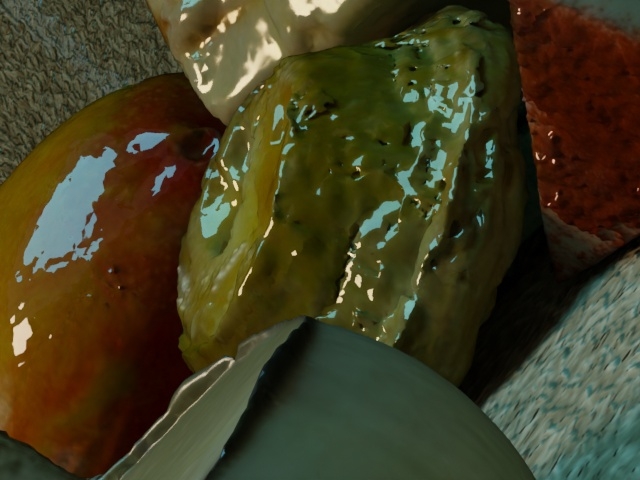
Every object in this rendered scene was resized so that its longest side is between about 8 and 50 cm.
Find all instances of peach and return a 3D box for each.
[{"bbox_3d":[-0.122,0.044,1.478,0.373,0.290,0.372,-29,-39,-27],"label":"peach"}]

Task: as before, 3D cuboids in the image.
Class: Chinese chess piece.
[{"bbox_3d":[-0.062,0.179,0.713,0.338,0.140,0.338,-47,6,6],"label":"Chinese chess piece"}]

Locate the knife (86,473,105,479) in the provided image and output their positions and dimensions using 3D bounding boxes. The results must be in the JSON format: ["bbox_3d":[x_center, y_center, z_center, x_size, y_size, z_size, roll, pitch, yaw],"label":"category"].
[{"bbox_3d":[-0.154,0.184,1.140,0.365,0.089,0.043,-17,8,32],"label":"knife"}]

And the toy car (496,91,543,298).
[{"bbox_3d":[0.142,-0.070,1.234,0.320,0.097,0.141,-46,5,29],"label":"toy car"}]

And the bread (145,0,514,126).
[{"bbox_3d":[0.046,-0.269,1.424,0.371,0.390,0.279,-9,-31,-39],"label":"bread"}]

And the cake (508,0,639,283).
[{"bbox_3d":[0.149,-0.098,0.992,0.158,0.160,0.262,-53,4,-27],"label":"cake"}]

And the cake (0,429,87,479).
[{"bbox_3d":[-0.248,0.229,0.983,0.290,0.256,0.282,-53,-9,-36],"label":"cake"}]

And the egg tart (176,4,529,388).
[{"bbox_3d":[0.001,0.002,1.165,0.341,0.129,0.341,-55,24,39],"label":"egg tart"}]
